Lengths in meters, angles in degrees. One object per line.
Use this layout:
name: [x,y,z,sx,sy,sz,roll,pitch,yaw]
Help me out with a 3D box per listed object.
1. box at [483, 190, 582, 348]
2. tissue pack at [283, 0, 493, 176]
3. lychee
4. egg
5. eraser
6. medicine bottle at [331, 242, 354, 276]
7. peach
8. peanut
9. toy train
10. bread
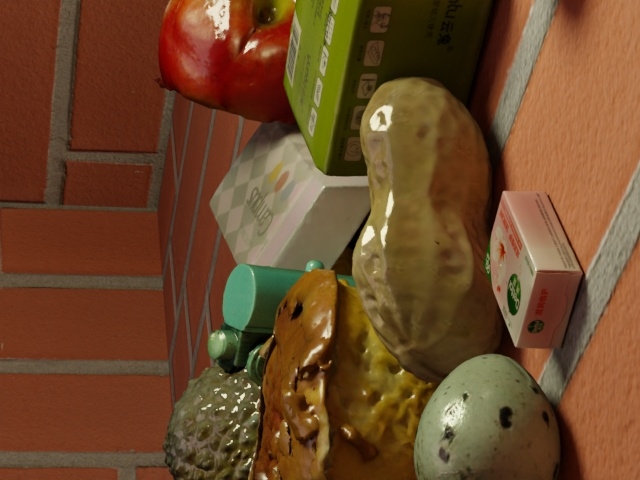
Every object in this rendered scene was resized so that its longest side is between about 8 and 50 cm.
box: [0.187,0.025,1.402,0.125,0.043,0.089,-105,20,-53]
tissue pack: [0.070,-0.235,1.672,0.200,0.167,0.275,-112,27,-47]
lychee: [-0.077,0.267,2.106,0.274,0.255,0.255,-43,45,52]
egg: [0.145,0.174,1.382,0.164,0.131,0.131,-82,4,-48]
eraser: [-0.041,-0.062,2.180,0.213,0.082,0.397,-56,20,8]
medicine bottle: [0.000,0.000,2.215,0.260,0.064,0.095,-111,33,-63]
peach: [-0.108,-0.275,2.274,0.338,0.281,0.281,136,134,-67]
peanut: [0.105,-0.015,1.555,0.149,0.149,0.313,130,143,-70]
toy train: [-0.022,0.101,1.934,0.101,0.248,0.159,21,99,51]
bread: [0.032,0.208,1.710,0.358,0.204,0.337,110,160,-65]
